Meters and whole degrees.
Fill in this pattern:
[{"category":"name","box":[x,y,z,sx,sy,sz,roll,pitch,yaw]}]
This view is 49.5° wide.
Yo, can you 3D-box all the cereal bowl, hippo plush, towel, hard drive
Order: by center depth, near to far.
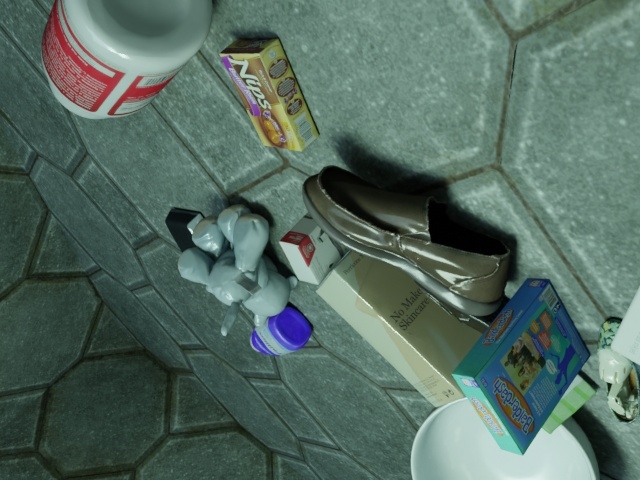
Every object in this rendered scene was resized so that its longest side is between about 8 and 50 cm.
[{"category":"towel","box":[0.363,0.233,1.155,0.152,0.113,0.023,44,-163,6]},{"category":"cereal bowl","box":[0.348,0.413,1.294,0.338,0.141,0.339,8,108,26]},{"category":"hippo plush","box":[-0.149,0.067,1.597,0.236,0.234,0.294,30,-170,-49]},{"category":"hard drive","box":[-0.319,0.032,1.895,0.172,0.054,0.255,11,137,49]}]

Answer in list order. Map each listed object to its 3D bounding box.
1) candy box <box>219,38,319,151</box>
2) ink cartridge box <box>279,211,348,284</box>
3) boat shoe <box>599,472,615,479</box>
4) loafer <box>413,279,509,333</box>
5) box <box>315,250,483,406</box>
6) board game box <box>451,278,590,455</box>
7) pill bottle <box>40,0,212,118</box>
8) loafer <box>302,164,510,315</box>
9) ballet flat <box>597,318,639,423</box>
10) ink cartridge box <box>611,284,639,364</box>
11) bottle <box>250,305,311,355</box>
[{"category":"candy box","box":[-0.084,-0.245,1.171,0.109,0.053,0.187,17,143,45]},{"category":"ink cartridge box","box":[0.000,0.000,1.301,0.056,0.135,0.099,11,138,44]},{"category":"boat shoe","box":[0.491,0.472,1.311,0.183,0.083,0.065,18,142,44]},{"category":"loafer","box":[0.237,0.104,1.165,0.220,0.080,0.078,39,152,13]},{"category":"box","box":[0.158,0.135,1.254,0.311,0.148,0.121,43,153,3]},{"category":"board game box","box":[0.305,0.185,1.036,0.047,0.210,0.160,-3,126,56]},{"category":"pill bottle","box":[-0.362,-0.352,1.225,0.229,0.229,0.407,52,153,-13]},{"category":"loafer","box":[0.143,-0.031,1.093,0.365,0.134,0.130,29,127,10]},{"category":"ballet flat","box":[0.443,0.202,1.024,0.070,0.070,0.188,10,137,49]},{"category":"ink cartridge box","box":[0.515,0.084,0.645,0.384,0.160,0.279,31,150,26]},{"category":"bottle","box":[-0.121,0.254,1.878,0.118,0.092,0.283,47,154,-5]}]
